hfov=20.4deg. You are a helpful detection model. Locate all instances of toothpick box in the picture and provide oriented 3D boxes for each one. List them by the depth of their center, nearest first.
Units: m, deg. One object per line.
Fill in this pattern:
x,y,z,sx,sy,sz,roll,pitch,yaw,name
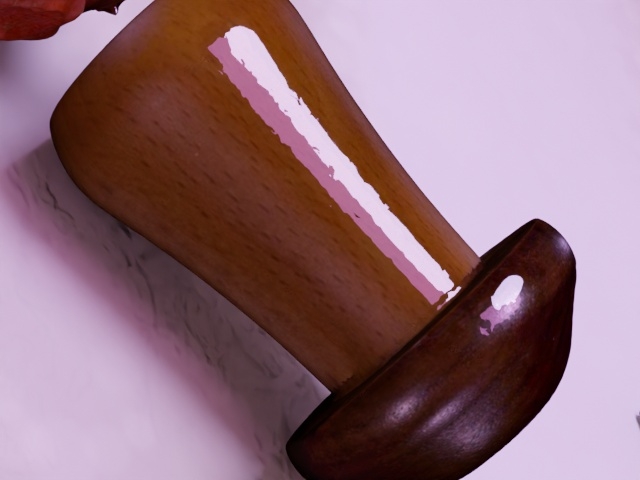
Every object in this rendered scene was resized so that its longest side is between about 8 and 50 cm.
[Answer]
0.000,0.000,0.962,0.294,0.192,0.192,46,35,0,toothpick box

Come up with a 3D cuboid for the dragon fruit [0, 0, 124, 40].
-0.168,-0.240,0.940,0.250,0.250,0.315,18,62,-39,dragon fruit
